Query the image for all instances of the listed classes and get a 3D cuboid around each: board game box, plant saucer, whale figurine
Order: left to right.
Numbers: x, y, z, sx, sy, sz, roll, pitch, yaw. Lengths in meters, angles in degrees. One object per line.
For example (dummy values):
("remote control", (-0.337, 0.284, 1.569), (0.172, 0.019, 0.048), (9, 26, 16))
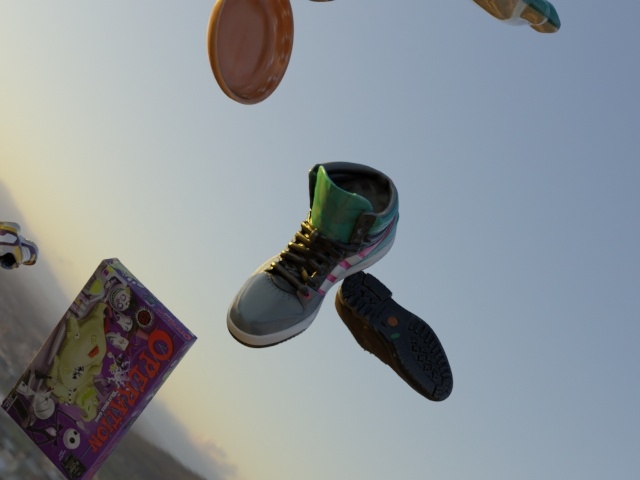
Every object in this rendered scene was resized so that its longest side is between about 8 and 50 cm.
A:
("board game box", (-0.380, 0.224, 1.653), (0.208, 0.346, 0.056), (41, 17, 11))
("plant saucer", (-0.109, -0.306, 1.474), (0.037, 0.200, 0.200), (15, -33, 30))
("whale figurine", (0.341, -0.459, 1.729), (0.272, 0.141, 0.216), (15, 25, -44))

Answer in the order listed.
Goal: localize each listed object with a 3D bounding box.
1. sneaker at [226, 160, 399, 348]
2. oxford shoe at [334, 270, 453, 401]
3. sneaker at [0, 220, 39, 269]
("sneaker", (0.000, 0.000, 1.238), (0.124, 0.295, 0.178), (36, -34, 22))
("oxford shoe", (0.108, 0.148, 1.446), (0.227, 0.083, 0.096), (50, -28, 8))
("sneaker", (-0.640, 0.029, 2.031), (0.185, 0.070, 0.083), (78, 15, -66))
